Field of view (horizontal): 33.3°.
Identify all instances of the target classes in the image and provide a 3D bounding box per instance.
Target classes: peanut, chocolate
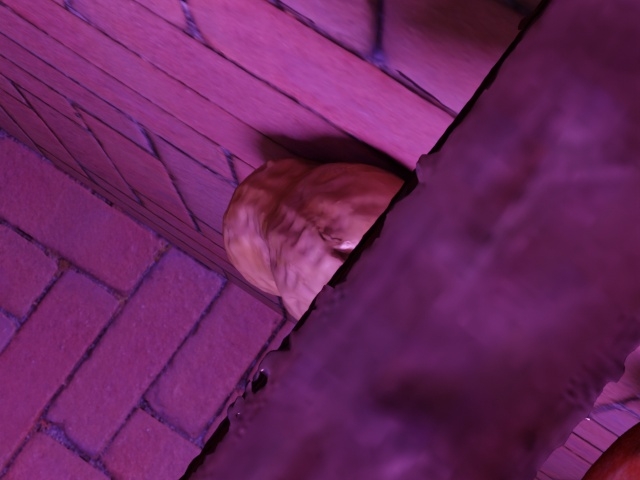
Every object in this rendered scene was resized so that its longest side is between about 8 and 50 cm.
[{"bbox_3d":[0.000,0.000,0.902,0.149,0.149,0.313,39,170,-23],"label":"peanut"},{"bbox_3d":[0.049,0.032,0.409,0.112,0.321,0.112,36,-177,-4],"label":"chocolate"}]

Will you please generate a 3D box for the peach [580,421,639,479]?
[{"bbox_3d":[0.300,0.240,0.780,0.252,0.252,0.252,33,170,6],"label":"peach"}]
